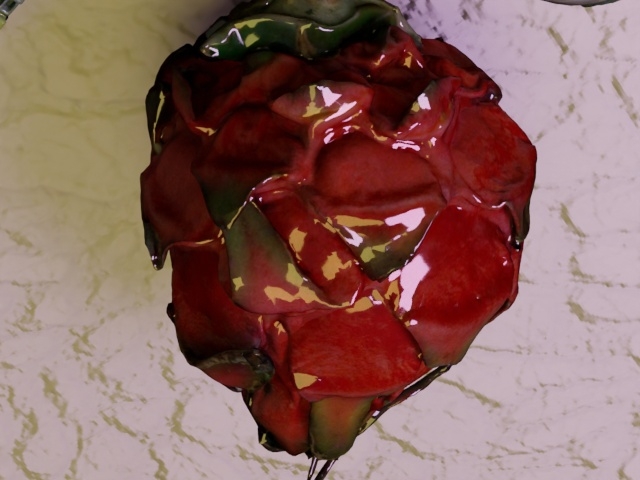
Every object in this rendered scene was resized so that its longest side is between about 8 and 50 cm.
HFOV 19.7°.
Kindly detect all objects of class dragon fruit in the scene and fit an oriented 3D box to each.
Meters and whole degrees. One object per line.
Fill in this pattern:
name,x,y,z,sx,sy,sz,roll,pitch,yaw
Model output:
dragon fruit,0.000,0.000,0.997,0.233,0.234,0.293,7,125,-7

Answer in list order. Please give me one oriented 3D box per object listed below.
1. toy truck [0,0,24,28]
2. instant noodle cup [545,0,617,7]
toy truck,-0.173,-0.168,0.942,0.100,0.077,0.169,32,124,-28
instant noodle cup,0.059,-0.239,0.774,0.214,0.296,0.296,14,129,-26
